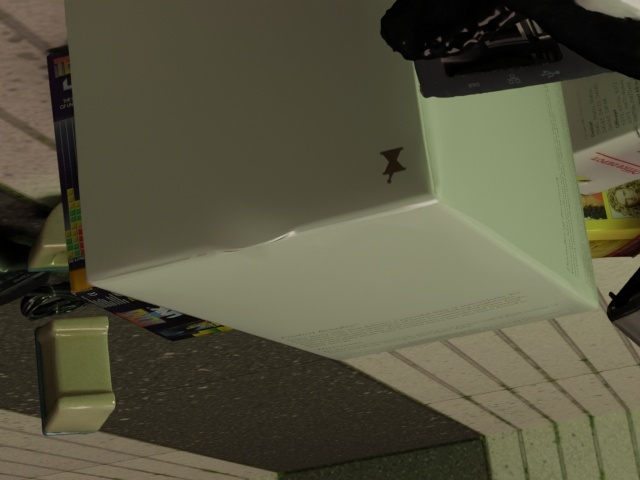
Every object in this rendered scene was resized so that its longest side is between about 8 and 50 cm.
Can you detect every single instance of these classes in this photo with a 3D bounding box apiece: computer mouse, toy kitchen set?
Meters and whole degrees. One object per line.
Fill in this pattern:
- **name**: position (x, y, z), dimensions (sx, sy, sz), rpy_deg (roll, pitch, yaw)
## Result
- **computer mouse**: position (-0.243, 0.030, 1.235), dimensions (0.071, 0.041, 0.242), rpy_deg (-27, 168, 4)
- **toy kitchen set**: position (-0.116, 0.059, 1.145), dimensions (0.207, 0.166, 0.122), rpy_deg (-2, 163, -21)

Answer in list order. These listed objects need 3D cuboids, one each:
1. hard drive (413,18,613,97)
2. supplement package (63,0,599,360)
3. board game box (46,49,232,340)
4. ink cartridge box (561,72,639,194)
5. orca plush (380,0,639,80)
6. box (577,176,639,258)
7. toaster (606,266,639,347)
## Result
- **hard drive**: position (0.155, -0.146, 0.561), dimensions (0.254, 0.172, 0.054), rpy_deg (-10, 136, 31)
- **supplement package**: position (0.018, -0.052, 0.798), dimensions (0.177, 0.175, 0.293), rpy_deg (-13, 164, 20)
- **board game box**: position (-0.105, -0.023, 0.899), dimensions (0.048, 0.141, 0.170), rpy_deg (-13, 164, 10)
- **ink cartridge box**: position (0.224, -0.089, 0.990), dimensions (0.180, 0.060, 0.104), rpy_deg (-20, 162, 35)
- **orca plush**: position (0.024, -0.097, 0.486), dimensions (0.287, 0.151, 0.102), rpy_deg (15, 127, 1)
- **box**: position (0.169, -0.018, 1.220), dimensions (0.232, 0.058, 0.087), rpy_deg (-3, 163, -21)
- **toaster**: position (0.335, 0.026, 1.229), dimensions (0.186, 0.110, 0.168), rpy_deg (-46, 179, -24)
